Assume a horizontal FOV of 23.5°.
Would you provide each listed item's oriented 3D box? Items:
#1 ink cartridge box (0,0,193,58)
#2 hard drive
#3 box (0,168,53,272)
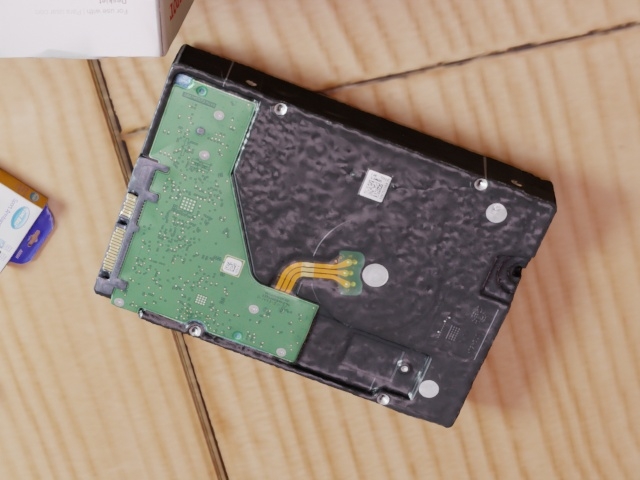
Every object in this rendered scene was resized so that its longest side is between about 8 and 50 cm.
[{"bbox_3d":[-0.201,-0.286,1.127,0.197,0.198,0.270,0,113,4],"label":"ink cartridge box"},{"bbox_3d":[0.000,0.000,1.314,0.339,0.064,0.237,19,114,-5],"label":"hard drive"},{"bbox_3d":[-0.303,-0.030,1.342,0.136,0.028,0.081,33,112,-9],"label":"box"}]
